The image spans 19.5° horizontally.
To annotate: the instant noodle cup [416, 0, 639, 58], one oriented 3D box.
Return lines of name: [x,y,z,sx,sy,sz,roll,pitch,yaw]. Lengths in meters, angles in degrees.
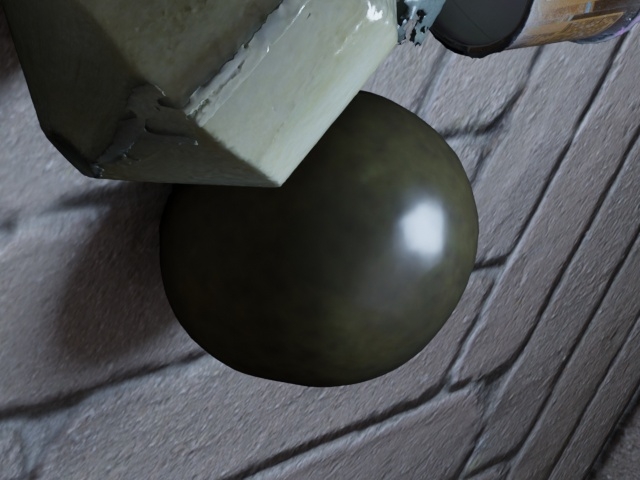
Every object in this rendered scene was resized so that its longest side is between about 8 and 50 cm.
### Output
instant noodle cup: [0.217,-0.295,1.957,0.207,0.217,0.217,-21,140,-44]

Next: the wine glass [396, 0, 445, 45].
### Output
wine glass: [0.073,-0.344,1.661,0.190,0.190,0.357,0,119,-61]

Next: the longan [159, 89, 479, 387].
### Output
longan: [0.000,0.000,1.858,0.319,0.319,0.319,-41,153,-26]

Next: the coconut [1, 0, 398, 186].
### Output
coconut: [-0.106,-0.183,1.426,0.323,0.323,0.323,-41,153,-26]
